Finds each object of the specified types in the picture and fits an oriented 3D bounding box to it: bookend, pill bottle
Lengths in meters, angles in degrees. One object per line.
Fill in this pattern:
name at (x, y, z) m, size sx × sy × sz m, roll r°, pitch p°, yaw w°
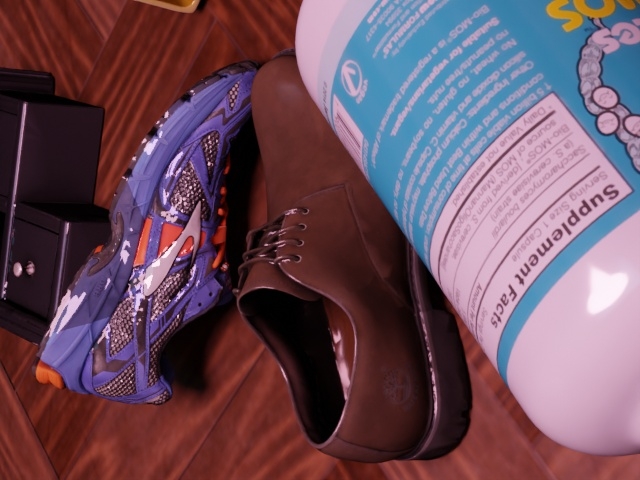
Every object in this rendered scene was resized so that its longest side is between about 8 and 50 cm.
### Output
bookend at (-0.176, -0.024, 0.927) m, size 0.157 × 0.072 × 0.156 m, roll 19°, pitch 104°, yaw 46°
pill bottle at (0.108, -0.020, 0.559) m, size 0.146 × 0.146 × 0.264 m, roll -54°, pitch 54°, yaw 32°

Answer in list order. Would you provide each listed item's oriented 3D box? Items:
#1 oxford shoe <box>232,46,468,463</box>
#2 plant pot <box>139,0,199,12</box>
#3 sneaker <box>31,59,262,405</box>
oxford shoe at (0.000, 0.000, 0.717) m, size 0.083 × 0.096 × 0.227 m, roll -38°, pitch 61°, yaw 43°
plant pot at (-0.108, -0.196, 0.850) m, size 0.081 × 0.081 × 0.083 m, roll -63°, pitch 36°, yaw 27°
sneaker at (-0.081, -0.002, 0.827) m, size 0.221 × 0.087 × 0.083 m, roll -62°, pitch 7°, yaw 11°
